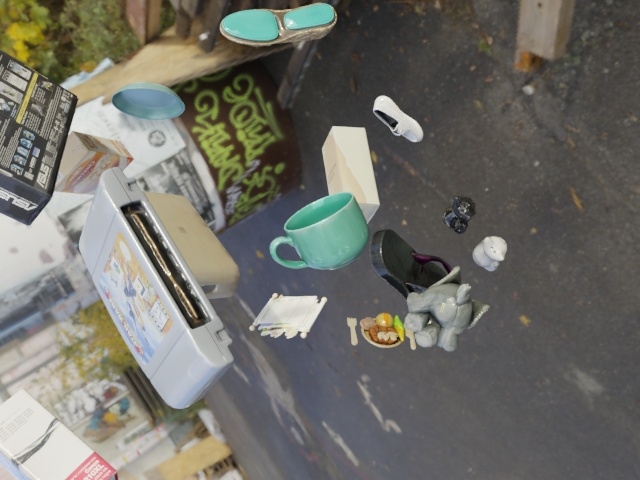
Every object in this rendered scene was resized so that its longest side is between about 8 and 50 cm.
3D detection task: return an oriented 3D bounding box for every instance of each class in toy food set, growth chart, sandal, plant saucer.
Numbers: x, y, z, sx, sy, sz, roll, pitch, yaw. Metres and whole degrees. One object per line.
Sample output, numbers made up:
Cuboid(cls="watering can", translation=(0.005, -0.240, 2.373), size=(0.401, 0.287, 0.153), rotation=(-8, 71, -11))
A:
Cuboid(cls="toy food set", translation=(-0.337, 0.007, 1.517), size=(0.306, 0.092, 0.220), rotation=(50, -159, 20))
Cuboid(cls="growth chart", translation=(-0.093, 0.208, 1.876), size=(0.237, 0.172, 0.021), rotation=(-2, 129, 43))
Cuboid(cls="sandal", translation=(0.292, 0.102, 1.903), size=(0.107, 0.167, 0.446), rotation=(-11, 153, 33))
Cuboid(cls="toy food set", translation=(0.178, 0.254, 1.934), size=(0.132, 0.192, 0.038), rotation=(-96, 13, -56))
Cuboid(cls="plant saucer", translation=(-0.286, -0.235, 1.129), size=(0.119, 0.120, 0.021), rotation=(136, 136, -69))

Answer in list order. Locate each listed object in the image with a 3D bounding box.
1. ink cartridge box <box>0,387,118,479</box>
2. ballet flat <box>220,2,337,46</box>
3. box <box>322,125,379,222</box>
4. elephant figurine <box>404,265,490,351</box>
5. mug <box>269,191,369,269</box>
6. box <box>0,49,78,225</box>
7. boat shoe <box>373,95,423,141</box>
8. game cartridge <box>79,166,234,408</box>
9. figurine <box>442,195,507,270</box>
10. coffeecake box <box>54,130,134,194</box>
Cuboid(cls="ink cartridge box", translation=(-0.470, 0.394, 1.189), size=(0.237, 0.100, 0.172), rotation=(35, 144, 15))
Cuboid(cls="ballet flat", translation=(-0.073, -0.373, 1.203), size=(0.067, 0.206, 0.073), rotation=(108, 155, -76))
Cuboid(cls="box", translation=(0.098, -0.218, 2.275), size=(0.148, 0.121, 0.310), rotation=(118, 148, -56))
Cuboid(cls="elephant figurine", translation=(0.308, 0.146, 1.603), size=(0.186, 0.239, 0.169), rotation=(3, 106, 33))
Cuboid(cls="mug", translation=(0.006, -0.005, 1.156), size=(0.158, 0.129, 0.097), rotation=(-20, 110, 23))
Cuboid(cls="box", translation=(-0.640, -0.238, 1.271), size=(0.318, 0.097, 0.394), rotation=(32, -153, -32))
Cuboid(cls="boat shoe", translation=(0.222, -0.337, 1.950), size=(0.066, 0.063, 0.184), rotation=(-12, 134, 48))
Cuboid(cls="game cartridge", translation=(-0.229, 0.074, 0.905), size=(0.297, 0.062, 0.198), rotation=(56, 137, 13))
Cuboid(cls="figurine", translation=(0.410, -0.022, 1.774), size=(0.214, 0.092, 0.209), rotation=(53, -176, 10))
Cuboid(cls="coffeecake box", translation=(-0.571, -0.184, 1.657), size=(0.068, 0.142, 0.185), rotation=(50, -166, 12))
